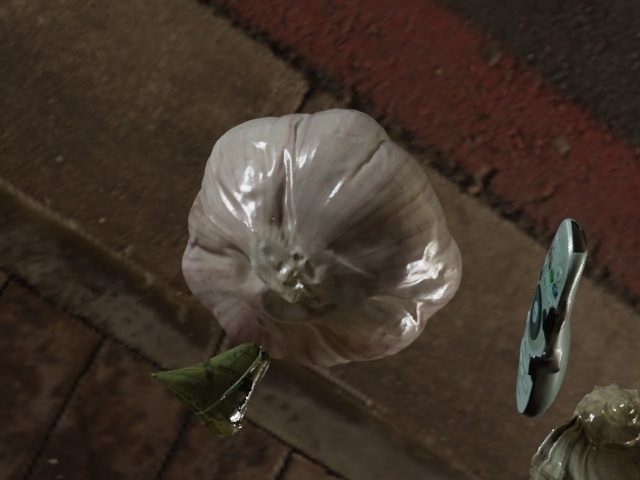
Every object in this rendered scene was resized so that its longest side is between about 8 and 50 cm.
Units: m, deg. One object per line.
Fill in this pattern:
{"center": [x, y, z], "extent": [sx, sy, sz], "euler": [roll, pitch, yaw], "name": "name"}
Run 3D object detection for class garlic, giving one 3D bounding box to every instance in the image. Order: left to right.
{"center": [0.000, 0.000, 1.681], "extent": [0.317, 0.317, 0.259], "euler": [61, 25, -5], "name": "garlic"}

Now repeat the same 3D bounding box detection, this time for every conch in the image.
{"center": [0.297, 0.247, 1.659], "extent": [0.155, 0.207, 0.130], "euler": [6, 45, -11], "name": "conch"}

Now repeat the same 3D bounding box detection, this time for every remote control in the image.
{"center": [0.232, 0.084, 1.504], "extent": [0.045, 0.256, 0.097], "euler": [4, 47, -1], "name": "remote control"}

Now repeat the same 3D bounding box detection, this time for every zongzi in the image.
{"center": [-0.111, 0.128, 1.522], "extent": [0.113, 0.052, 0.104], "euler": [42, 51, -24], "name": "zongzi"}
